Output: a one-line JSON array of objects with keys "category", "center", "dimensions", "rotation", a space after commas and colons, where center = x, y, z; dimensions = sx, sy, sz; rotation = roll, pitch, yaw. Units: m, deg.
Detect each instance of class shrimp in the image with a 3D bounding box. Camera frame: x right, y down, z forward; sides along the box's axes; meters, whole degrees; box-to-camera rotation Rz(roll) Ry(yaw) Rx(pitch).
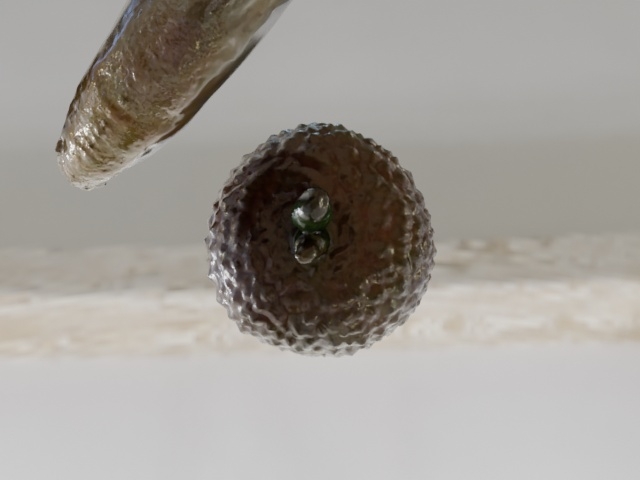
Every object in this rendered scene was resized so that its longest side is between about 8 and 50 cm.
[{"category": "shrimp", "center": [-0.038, -0.124, 0.768], "dimensions": [0.066, 0.262, 0.117], "rotation": [34, -149, -18]}]

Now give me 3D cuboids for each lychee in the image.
[{"category": "lychee", "center": [0.000, 0.000, 0.895], "dimensions": [0.114, 0.146, 0.114], "rotation": [0, -92, 5]}]
